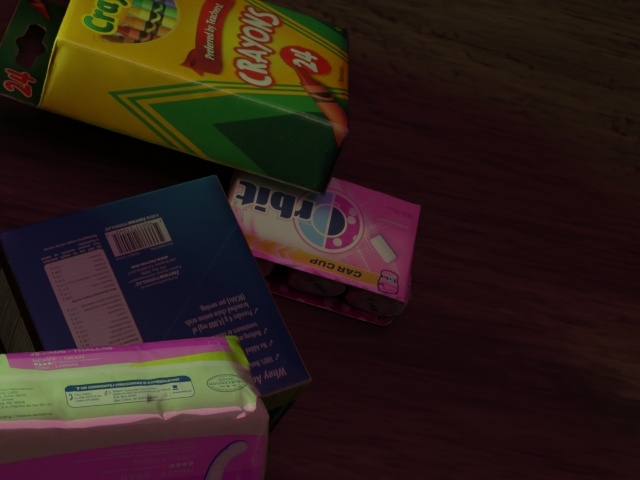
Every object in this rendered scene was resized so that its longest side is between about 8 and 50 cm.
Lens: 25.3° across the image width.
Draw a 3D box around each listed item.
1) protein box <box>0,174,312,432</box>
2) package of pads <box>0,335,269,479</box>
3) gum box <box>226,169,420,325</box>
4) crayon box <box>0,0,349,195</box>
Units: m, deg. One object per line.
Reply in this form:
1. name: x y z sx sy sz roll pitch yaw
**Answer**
1. protein box: -0.150 0.083 1.197 0.200 0.136 0.201 -17 70 -26
2. package of pads: -0.160 0.213 1.045 0.229 0.296 0.101 -3 32 -20
3. gum box: 0.000 0.000 1.333 0.188 0.062 0.107 17 59 -9
4. crayon box: -0.133 -0.168 1.321 0.319 0.081 0.202 16 34 -11
